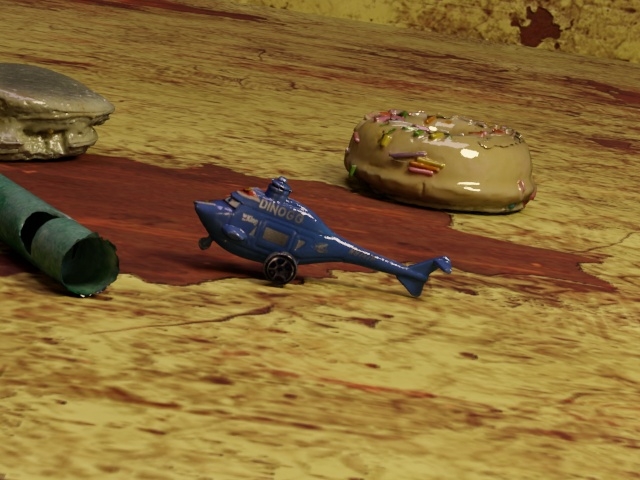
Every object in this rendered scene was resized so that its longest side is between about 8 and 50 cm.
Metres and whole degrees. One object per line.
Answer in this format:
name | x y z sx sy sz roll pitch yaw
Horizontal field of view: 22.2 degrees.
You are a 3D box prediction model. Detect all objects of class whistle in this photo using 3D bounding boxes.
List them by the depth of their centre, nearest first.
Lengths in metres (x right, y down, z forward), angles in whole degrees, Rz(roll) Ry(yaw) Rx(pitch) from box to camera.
whistle | -0.178 -0.010 0.993 0.039 0.039 0.186 1 15 -32

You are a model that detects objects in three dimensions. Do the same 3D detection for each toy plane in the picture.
toy plane | 0.000 0.000 1.028 0.167 0.062 0.054 18 12 -4

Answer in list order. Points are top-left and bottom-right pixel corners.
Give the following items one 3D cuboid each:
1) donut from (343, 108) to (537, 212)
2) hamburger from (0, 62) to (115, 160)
donut | 0.103 -0.071 1.385 0.174 0.068 0.174 8 14 -2
hamburger | -0.240 -0.103 1.309 0.133 0.062 0.140 23 17 37
